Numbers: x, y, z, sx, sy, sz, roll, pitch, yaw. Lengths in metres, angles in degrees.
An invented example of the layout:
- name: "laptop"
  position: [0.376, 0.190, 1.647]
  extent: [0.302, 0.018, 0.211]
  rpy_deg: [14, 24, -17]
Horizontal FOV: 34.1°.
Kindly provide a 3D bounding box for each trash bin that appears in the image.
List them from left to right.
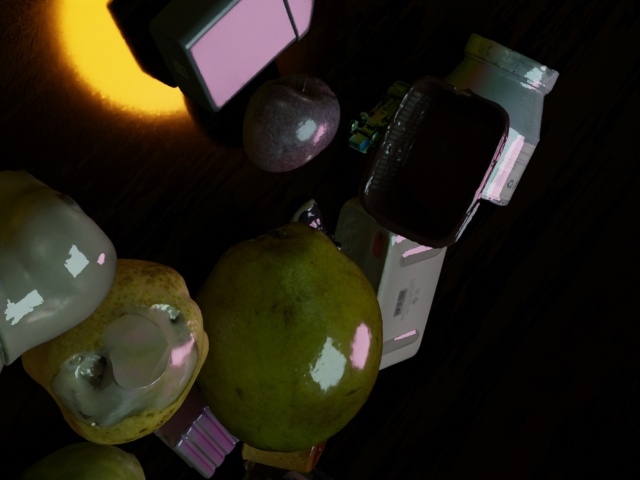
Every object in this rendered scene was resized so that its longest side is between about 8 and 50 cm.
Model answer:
- name: "trash bin"
  position: [-0.117, -0.317, 1.485]
  extent: [0.236, 0.101, 0.177]
  rpy_deg: [-48, 151, -15]

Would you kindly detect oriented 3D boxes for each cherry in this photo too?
- name: "cherry"
  position: [-0.051, -0.184, 1.671]
  extent: [0.176, 0.140, 0.176]
  rpy_deg: [-51, 166, -18]

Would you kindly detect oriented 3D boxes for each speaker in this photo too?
- name: "speaker"
  position: [0.121, 0.083, 2.170]
  extent: [0.184, 0.183, 0.406]
  rpy_deg: [-20, 133, -41]

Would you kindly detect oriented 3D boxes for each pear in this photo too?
- name: "pear"
  position: [-0.289, 0.154, 1.507]
  extent: [0.271, 0.271, 0.271]
  rpy_deg: [-38, 146, -33]
- name: "pear"
  position: [-0.053, 0.176, 1.818]
  extent: [0.352, 0.351, 0.414]
  rpy_deg: [-31, 129, -40]

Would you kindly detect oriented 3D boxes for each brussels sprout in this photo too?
- name: "brussels sprout"
  position: [-0.391, 0.483, 1.645]
  extent: [0.344, 0.268, 0.344]
  rpy_deg: [-46, 157, -27]

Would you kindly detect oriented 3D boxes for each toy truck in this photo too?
- name: "toy truck"
  position: [0.122, -0.221, 1.984]
  extent: [0.175, 0.067, 0.081]
  rpy_deg: [-45, 147, -25]

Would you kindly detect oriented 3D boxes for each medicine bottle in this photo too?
- name: "medicine bottle"
  position: [0.331, -0.247, 2.112]
  extent: [0.245, 0.245, 0.290]
  rpy_deg: [8, 109, -60]

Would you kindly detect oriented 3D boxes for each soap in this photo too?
- name: "soap"
  position: [-0.230, 0.366, 1.996]
  extent: [0.122, 0.065, 0.203]
  rpy_deg: [-51, 151, -17]

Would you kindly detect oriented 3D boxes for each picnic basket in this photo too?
- name: "picnic basket"
  position: [0.216, -0.146, 1.956]
  extent: [0.297, 0.222, 0.129]
  rpy_deg: [-65, 169, 10]

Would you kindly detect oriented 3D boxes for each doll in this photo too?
- name: "doll"
  position: [-0.410, 0.065, 1.269]
  extent: [0.370, 0.215, 0.226]
  rpy_deg: [-39, 146, -30]

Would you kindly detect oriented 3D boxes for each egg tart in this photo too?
- name: "egg tart"
  position: [-0.059, 0.378, 2.143]
  extent: [0.202, 0.147, 0.203]
  rpy_deg: [20, 90, -78]

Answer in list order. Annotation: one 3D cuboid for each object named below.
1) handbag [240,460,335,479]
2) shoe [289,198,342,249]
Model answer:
- name: "handbag"
  position: [-0.089, 0.614, 2.189]
  extent: [0.325, 0.327, 0.163]
  rpy_deg: [-38, 147, -32]
- name: "shoe"
  position: [0.000, 0.000, 1.972]
  extent: [0.071, 0.099, 0.169]
  rpy_deg: [-40, 146, -27]
